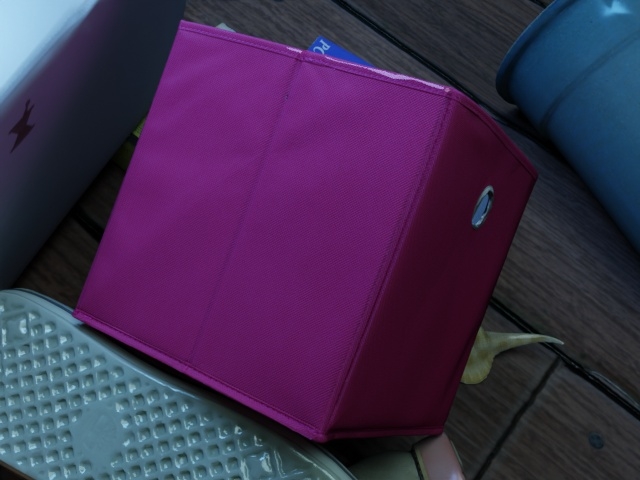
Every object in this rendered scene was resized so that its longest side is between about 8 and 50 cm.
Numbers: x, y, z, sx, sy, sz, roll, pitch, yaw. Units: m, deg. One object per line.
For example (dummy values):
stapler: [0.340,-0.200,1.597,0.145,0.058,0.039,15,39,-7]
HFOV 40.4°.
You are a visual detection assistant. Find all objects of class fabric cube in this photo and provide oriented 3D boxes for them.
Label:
fabric cube: [0.000,0.000,0.741,0.259,0.254,0.258,20,89,29]

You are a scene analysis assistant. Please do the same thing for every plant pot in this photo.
plant pot: [0.447,-0.143,1.062,0.341,0.341,0.334,-20,71,-26]

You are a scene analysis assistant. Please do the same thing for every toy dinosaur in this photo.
toy dinosaur: [0.170,0.112,0.972,0.183,0.053,0.092,-16,77,-16]

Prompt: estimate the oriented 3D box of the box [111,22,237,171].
box: [-0.169,-0.174,1.060,0.087,0.058,0.232,38,56,11]

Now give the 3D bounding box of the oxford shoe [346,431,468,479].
oxford shoe: [0.101,0.372,0.738,0.146,0.140,0.397,-16,58,2]

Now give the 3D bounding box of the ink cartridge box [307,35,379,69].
ink cartridge box: [-0.012,-0.168,1.106,0.097,0.046,0.207,30,54,5]

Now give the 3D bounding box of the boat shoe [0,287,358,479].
boat shoe: [-0.104,0.207,0.717,0.500,0.156,0.187,30,82,20]

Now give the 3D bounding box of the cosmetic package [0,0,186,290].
cosmetic package: [-0.368,-0.222,0.789,0.394,0.327,0.329,31,60,-1]
